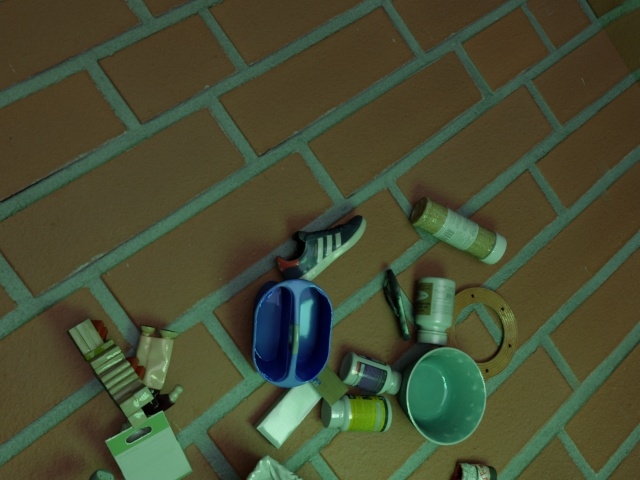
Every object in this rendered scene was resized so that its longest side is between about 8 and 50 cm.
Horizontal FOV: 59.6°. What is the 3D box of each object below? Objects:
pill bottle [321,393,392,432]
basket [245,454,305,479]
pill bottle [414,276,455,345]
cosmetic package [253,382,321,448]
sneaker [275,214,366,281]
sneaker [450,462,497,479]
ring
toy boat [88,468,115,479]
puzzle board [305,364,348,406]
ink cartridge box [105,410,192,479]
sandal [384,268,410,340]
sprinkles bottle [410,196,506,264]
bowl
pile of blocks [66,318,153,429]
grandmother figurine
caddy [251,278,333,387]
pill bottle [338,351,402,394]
[{"bbox_3d":[0.116,0.562,1.818,0.209,0.119,0.119,8,79,-19],"label":"pill bottle"},{"bbox_3d":[-0.099,0.839,1.560,0.331,0.266,0.328,29,71,19],"label":"basket"},{"bbox_3d":[0.400,0.249,1.961,0.131,0.131,0.229,11,78,-18],"label":"pill bottle"},{"bbox_3d":[-0.096,0.532,1.779,0.099,0.060,0.239,48,70,-9],"label":"cosmetic package"},{"bbox_3d":[0.000,0.000,1.858,0.350,0.131,0.148,-41,101,-20],"label":"sneaker"},{"bbox_3d":[0.511,0.905,1.928,0.145,0.090,0.270,13,83,-7],"label":"sneaker"},{"bbox_3d":[0.583,0.341,2.067,0.337,0.032,0.336,3,82,-19],"label":"ring"},{"bbox_3d":[-0.547,0.769,1.517,0.268,0.148,0.318,-19,120,-17],"label":"toy boat"},{"bbox_3d":[0.019,0.456,1.788,0.128,0.011,0.096,47,44,12],"label":"puzzle board"},{"bbox_3d":[-0.488,0.607,1.591,0.171,0.056,0.235,-26,110,-21],"label":"ink cartridge box"},{"bbox_3d":[0.260,0.225,1.942,0.055,0.097,0.254,-13,85,6],"label":"sandal"},{"bbox_3d":[0.506,-0.035,2.048,0.355,0.121,0.121,26,74,-14],"label":"sprinkles bottle"},{"bbox_3d":[0.387,0.516,1.896,0.312,0.163,0.311,3,82,-21],"label":"bowl"},{"bbox_3d":[-0.574,0.358,1.576,0.113,0.149,0.362,-33,72,-28],"label":"pile of blocks"},{"bbox_3d":[-0.503,0.429,1.634,0.208,0.104,0.342,10,80,16],"label":"grandmother figurine"},{"bbox_3d":[-0.091,0.276,1.714,0.241,0.179,0.341,2,99,-15],"label":"caddy"},{"bbox_3d":[0.168,0.448,1.861,0.194,0.108,0.108,22,75,-15],"label":"pill bottle"}]
